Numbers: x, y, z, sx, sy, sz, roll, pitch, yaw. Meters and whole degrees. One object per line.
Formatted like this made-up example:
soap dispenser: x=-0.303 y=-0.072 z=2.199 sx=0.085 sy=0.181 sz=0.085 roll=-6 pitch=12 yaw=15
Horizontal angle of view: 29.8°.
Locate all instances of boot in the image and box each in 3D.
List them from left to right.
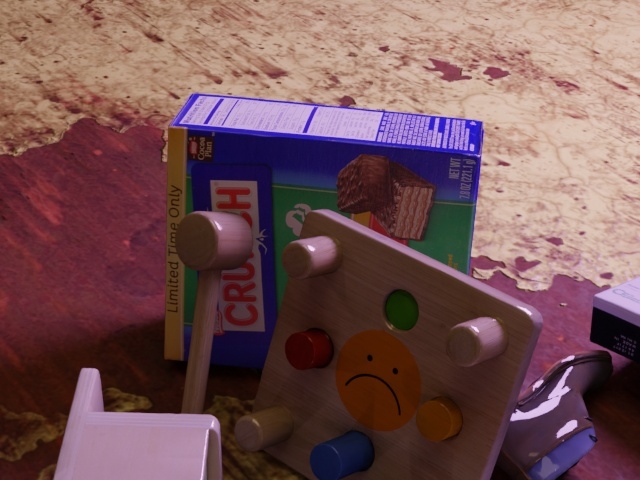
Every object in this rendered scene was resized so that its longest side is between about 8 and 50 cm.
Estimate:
boot: x=0.241 y=0.185 z=1.214 sx=0.219 sy=0.082 sz=0.106 roll=-17 pitch=63 yaw=-36

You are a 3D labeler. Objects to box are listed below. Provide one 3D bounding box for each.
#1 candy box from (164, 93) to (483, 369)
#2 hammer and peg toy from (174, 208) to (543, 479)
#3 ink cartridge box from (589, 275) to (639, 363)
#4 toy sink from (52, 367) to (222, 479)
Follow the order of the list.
candy box: x=0.000 y=0.000 z=1.266 sx=0.317 sy=0.268 sz=0.122 roll=6 pitch=23 yaw=7
hammer and peg toy: x=0.016 y=0.115 z=1.143 sx=0.361 sy=0.266 sz=0.127 roll=25 pitch=20 yaw=31
ink cartridge box: x=0.462 y=0.067 z=1.311 sx=0.332 sy=0.065 sz=0.165 roll=-18 pitch=29 yaw=-34
toy sink: x=-0.151 y=0.238 z=1.028 sx=0.131 sy=0.153 sz=0.234 roll=1 pitch=34 yaw=-1
